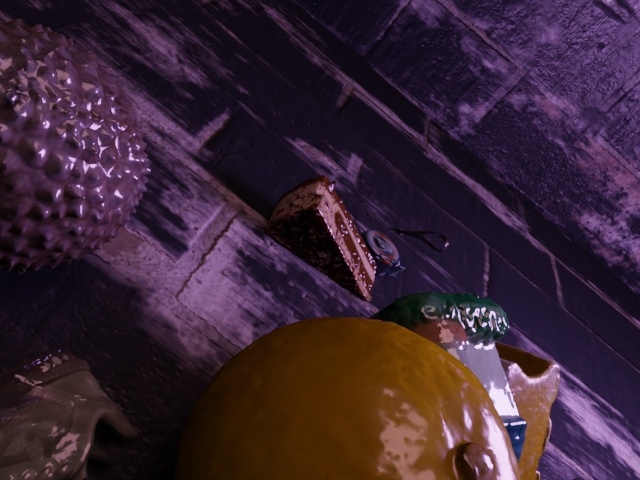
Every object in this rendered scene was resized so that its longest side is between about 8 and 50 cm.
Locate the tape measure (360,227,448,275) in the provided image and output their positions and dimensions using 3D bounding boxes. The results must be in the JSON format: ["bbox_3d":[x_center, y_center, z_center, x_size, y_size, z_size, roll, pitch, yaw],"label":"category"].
[{"bbox_3d":[0.157,0.000,1.297,0.107,0.180,0.104,12,57,-45],"label":"tape measure"}]

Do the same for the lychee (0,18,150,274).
[{"bbox_3d":[-0.333,-0.111,0.725,0.300,0.300,0.300,31,31,-21],"label":"lychee"}]

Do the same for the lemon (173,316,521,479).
[{"bbox_3d":[0.025,0.235,0.644,0.348,0.348,0.348,31,31,-21],"label":"lemon"}]

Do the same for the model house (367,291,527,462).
[{"bbox_3d":[0.146,0.266,0.857,0.194,0.267,0.325,7,55,-40],"label":"model house"}]

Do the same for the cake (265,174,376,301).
[{"bbox_3d":[0.000,0.009,1.217,0.246,0.135,0.112,60,31,-33],"label":"cake"}]

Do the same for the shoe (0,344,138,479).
[{"bbox_3d":[-0.266,0.201,0.548,0.149,0.109,0.293,39,24,5],"label":"shoe"}]

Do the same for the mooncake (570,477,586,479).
[{"bbox_3d":[0.422,0.494,0.991,0.245,0.133,0.245,32,29,-21],"label":"mooncake"}]

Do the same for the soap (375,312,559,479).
[{"bbox_3d":[0.197,0.299,1.074,0.169,0.304,0.339,10,2,-36],"label":"soap"}]
